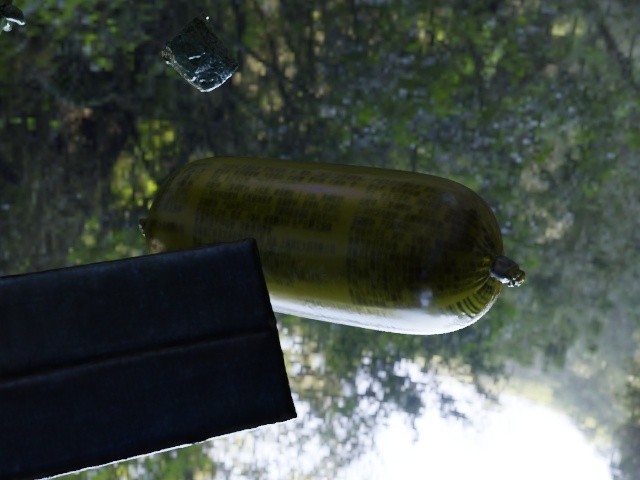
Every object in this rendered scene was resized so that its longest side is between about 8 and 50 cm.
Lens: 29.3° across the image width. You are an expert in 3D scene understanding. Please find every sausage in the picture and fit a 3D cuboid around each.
[{"bbox_3d":[0.000,0.000,0.957,0.347,0.123,0.123,8,-152,32],"label":"sausage"}]

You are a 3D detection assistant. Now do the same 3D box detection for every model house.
[{"bbox_3d":[-0.147,-0.229,1.527,0.083,0.078,0.066,46,-138,-5],"label":"model house"}]

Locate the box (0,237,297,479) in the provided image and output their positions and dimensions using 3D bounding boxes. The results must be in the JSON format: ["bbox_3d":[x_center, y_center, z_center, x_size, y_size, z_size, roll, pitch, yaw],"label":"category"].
[{"bbox_3d":[-0.195,0.095,0.717,0.261,0.116,0.279,-11,170,-30],"label":"box"}]

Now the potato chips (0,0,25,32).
[{"bbox_3d":[-0.373,-0.284,0.909,0.097,0.373,0.389,-34,-124,13],"label":"potato chips"}]
